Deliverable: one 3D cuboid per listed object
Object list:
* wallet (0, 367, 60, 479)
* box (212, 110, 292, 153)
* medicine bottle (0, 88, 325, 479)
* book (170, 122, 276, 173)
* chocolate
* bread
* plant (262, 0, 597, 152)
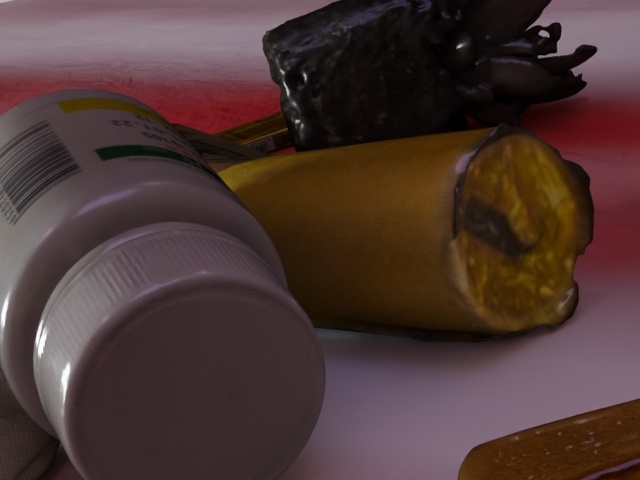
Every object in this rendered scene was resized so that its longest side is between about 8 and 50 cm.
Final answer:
[{"bbox_3d":[-0.344,0.131,1.408,0.335,0.068,0.275,21,28,27],"label":"wallet"},{"bbox_3d":[-0.056,-0.118,2.169,0.156,0.022,0.089,-21,20,-23],"label":"box"},{"bbox_3d":[-0.134,0.039,1.386,0.208,0.208,0.340,-18,28,-15],"label":"medicine bottle"},{"bbox_3d":[-0.152,-0.091,2.029,0.161,0.026,0.231,-2,13,-37],"label":"book"},{"bbox_3d":[0.000,0.000,1.576,0.445,0.162,0.162,-2,20,45],"label":"chocolate"},{"bbox_3d":[0.179,0.134,1.106,0.200,0.077,0.116,-15,19,2],"label":"bread"},{"bbox_3d":[0.110,-0.187,2.009,0.320,0.182,0.194,-19,18,-3],"label":"plant"}]
